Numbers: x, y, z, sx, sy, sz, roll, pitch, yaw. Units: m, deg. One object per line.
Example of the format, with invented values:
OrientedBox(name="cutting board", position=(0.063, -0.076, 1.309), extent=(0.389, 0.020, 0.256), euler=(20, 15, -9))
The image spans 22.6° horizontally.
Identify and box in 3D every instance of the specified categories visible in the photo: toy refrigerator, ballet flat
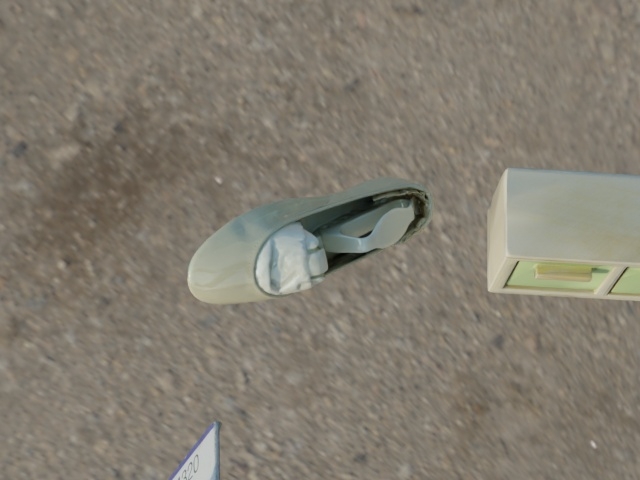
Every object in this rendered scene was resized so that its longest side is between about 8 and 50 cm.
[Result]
OrientedBox(name="toy refrigerator", position=(0.290, 0.003, 1.433), extent=(0.269, 0.102, 0.094), euler=(4, 69, -3))
OrientedBox(name="ballet flat", position=(0.000, 0.000, 1.428), extent=(0.248, 0.086, 0.086), euler=(-23, 60, -31))

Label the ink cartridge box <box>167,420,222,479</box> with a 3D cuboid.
OrientedBox(name="ink cartridge box", position=(-0.102, 0.342, 1.053), extent=(0.071, 0.324, 0.330), euler=(16, 46, -20))
